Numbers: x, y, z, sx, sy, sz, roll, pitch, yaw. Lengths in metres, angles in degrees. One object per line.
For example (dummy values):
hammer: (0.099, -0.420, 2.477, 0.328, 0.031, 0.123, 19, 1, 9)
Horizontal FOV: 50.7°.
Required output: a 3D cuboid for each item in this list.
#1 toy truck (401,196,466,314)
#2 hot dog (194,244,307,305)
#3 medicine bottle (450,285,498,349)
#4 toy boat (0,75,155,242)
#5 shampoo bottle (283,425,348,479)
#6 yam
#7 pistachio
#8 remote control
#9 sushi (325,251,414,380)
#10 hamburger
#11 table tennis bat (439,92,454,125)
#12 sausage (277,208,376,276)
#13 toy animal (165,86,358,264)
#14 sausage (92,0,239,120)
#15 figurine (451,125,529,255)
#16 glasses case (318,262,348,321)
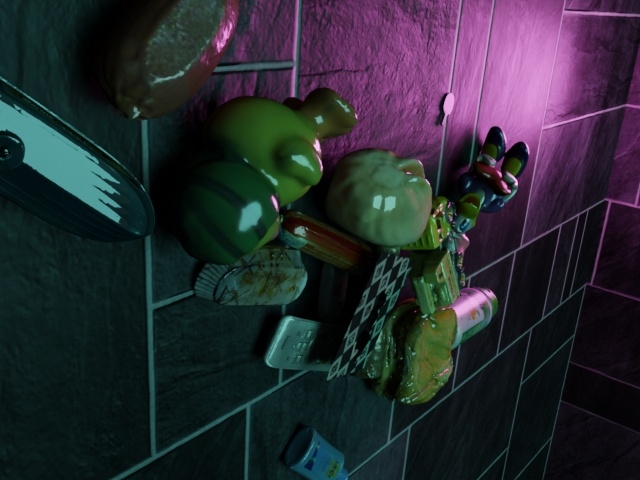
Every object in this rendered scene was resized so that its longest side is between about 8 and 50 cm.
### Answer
toy truck: (0.260, 0.042, 1.621, 0.157, 0.124, 0.272, -46, 128, -52)
hot dog: (-0.120, 0.067, 1.232, 0.253, 0.069, 0.131, 4, 114, -51)
medicine bottle: (0.404, 0.216, 1.940, 0.274, 0.133, 0.133, -18, 120, -49)
toy boat: (-0.323, -0.083, 0.841, 0.114, 0.122, 0.296, -47, 132, 4)
shampoo bottle: (0.001, 0.529, 1.611, 0.104, 0.061, 0.258, -57, 143, -17)
yam: (0.131, 0.159, 1.599, 0.081, 0.081, 0.356, -10, 114, -51)
pistachio: (0.130, -0.077, 1.407, 0.318, 0.214, 0.193, 41, 30, -60)
remote control: (-0.022, 0.220, 1.451, 0.313, 0.055, 0.109, 22, 91, -59)
sushi: (0.094, 0.152, 1.466, 0.290, 0.050, 0.264, -66, 158, 6)
hamburger: (0.238, 0.287, 1.742, 0.259, 0.145, 0.283, -7, 106, -49)
table tennis bat: (0.312, -0.325, 1.674, 0.050, 0.007, 0.083, 24, 84, -55)
sausage: (0.000, 0.000, 1.328, 0.264, 0.083, 0.083, 26, 84, -43)
toy animal: (-0.112, -0.118, 1.059, 0.191, 0.216, 0.338, 46, 69, -22)
sausage: (-0.203, -0.267, 0.906, 0.254, 0.148, 0.148, -61, 143, -16)
figurine: (0.414, -0.126, 1.793, 0.421, 0.154, 0.193, -47, 174, -41)
glasses case: (0.028, 0.096, 1.461, 0.063, 0.041, 0.164, -6, 107, -50)
